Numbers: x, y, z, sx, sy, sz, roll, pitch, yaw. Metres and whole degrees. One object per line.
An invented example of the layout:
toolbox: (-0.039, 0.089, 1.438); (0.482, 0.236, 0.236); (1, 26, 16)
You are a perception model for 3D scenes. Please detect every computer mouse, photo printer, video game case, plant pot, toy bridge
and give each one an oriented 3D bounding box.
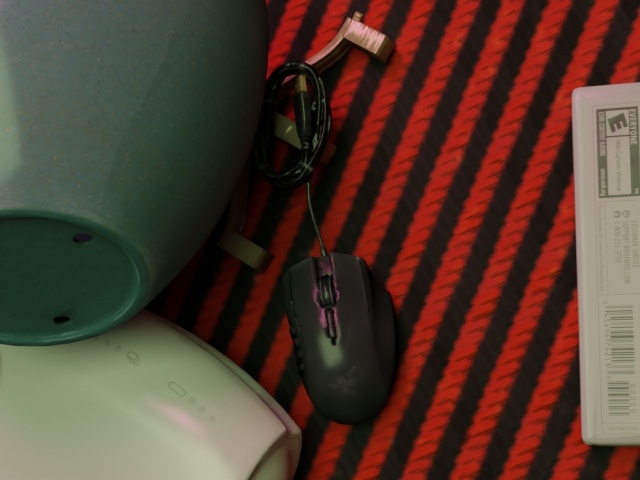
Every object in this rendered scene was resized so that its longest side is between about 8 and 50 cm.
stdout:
computer mouse: (0.000, 0.000, 0.835); (0.071, 0.041, 0.242); (-14, 85, 8)
photo printer: (-0.168, 0.191, 0.839); (0.256, 0.107, 0.308); (26, 89, 21)
video game case: (0.259, 0.010, 0.776); (0.206, 0.026, 0.227); (-3, 78, 18)
plant pot: (-0.168, -0.054, 0.760); (0.290, 0.290, 0.195); (-18, 53, 14)
toy bridge: (-0.019, -0.074, 0.883); (0.063, 0.026, 0.188); (30, 91, 21)
